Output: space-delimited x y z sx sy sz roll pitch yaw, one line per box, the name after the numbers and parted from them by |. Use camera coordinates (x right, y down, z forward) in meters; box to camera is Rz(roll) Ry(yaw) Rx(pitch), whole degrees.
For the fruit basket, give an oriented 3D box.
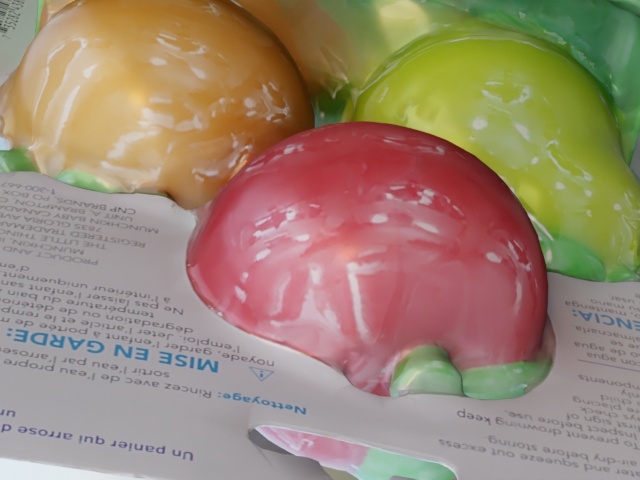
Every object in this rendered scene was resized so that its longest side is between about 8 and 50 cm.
0.000 0.000 0.649 0.353 0.327 0.165 -90 12 -56 | fruit basket
